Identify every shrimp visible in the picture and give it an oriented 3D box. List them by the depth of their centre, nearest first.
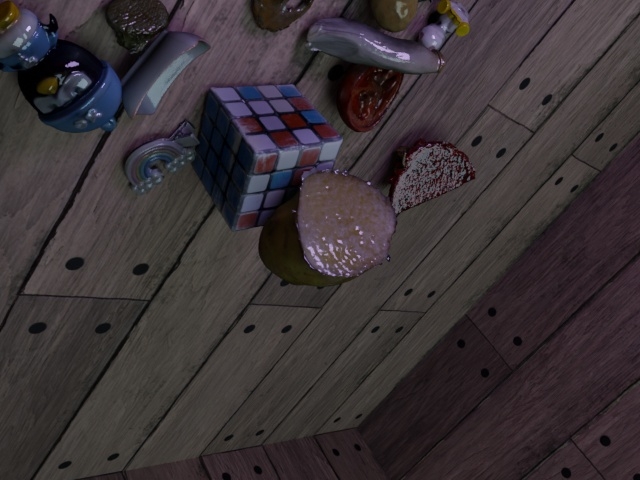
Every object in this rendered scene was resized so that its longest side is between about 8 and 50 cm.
[{"bbox_3d":[-0.050,-0.562,1.388,0.253,0.058,0.173,-46,155,20],"label":"shrimp"}]

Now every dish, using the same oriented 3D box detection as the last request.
[{"bbox_3d":[-0.335,-0.357,1.319,0.212,0.077,0.151,-45,-171,13],"label":"dish"}]

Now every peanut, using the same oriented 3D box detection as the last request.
[{"bbox_3d":[0.180,-0.618,1.442,0.147,0.148,0.319,-24,145,-20],"label":"peanut"}]

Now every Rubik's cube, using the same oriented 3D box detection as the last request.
[{"bbox_3d":[-0.137,-0.210,1.556,0.253,0.256,0.259,-11,141,-35],"label":"Rubik's cube"}]

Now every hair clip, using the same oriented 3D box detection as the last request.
[{"bbox_3d":[-0.391,-0.203,1.529,0.220,0.054,0.140,-34,154,3],"label":"hair clip"}]

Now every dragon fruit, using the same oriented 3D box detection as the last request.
[{"bbox_3d":[0.328,-0.249,2.073,0.316,0.152,0.205,-22,125,-6],"label":"dragon fruit"}]

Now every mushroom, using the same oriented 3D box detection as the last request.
[{"bbox_3d":[0.137,-0.465,1.538,0.351,0.109,0.097,13,119,-11],"label":"mushroom"}]

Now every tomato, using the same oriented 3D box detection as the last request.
[{"bbox_3d":[0.120,-0.411,1.698,0.228,0.101,0.228,-33,149,-23],"label":"tomato"}]

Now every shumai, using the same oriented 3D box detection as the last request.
[{"bbox_3d":[-0.361,-0.419,1.247,0.123,0.099,0.087,-14,158,-26],"label":"shumai"}]

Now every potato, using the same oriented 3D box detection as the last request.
[{"bbox_3d":[0.000,0.000,1.524,0.288,0.301,0.237,19,148,-16],"label":"potato"}]

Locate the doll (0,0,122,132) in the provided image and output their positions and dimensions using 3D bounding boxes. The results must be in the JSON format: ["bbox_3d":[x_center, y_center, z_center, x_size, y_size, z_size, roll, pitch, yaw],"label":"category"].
[{"bbox_3d":[-0.500,-0.308,1.202,0.177,0.141,0.314,-29,144,11],"label":"doll"}]

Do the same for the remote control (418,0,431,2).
[{"bbox_3d":[0.381,-0.697,1.612,0.398,0.062,0.145,-23,146,-21],"label":"remote control"}]

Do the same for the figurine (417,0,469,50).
[{"bbox_3d":[0.316,-0.557,1.689,0.178,0.109,0.130,-45,-169,23],"label":"figurine"}]
